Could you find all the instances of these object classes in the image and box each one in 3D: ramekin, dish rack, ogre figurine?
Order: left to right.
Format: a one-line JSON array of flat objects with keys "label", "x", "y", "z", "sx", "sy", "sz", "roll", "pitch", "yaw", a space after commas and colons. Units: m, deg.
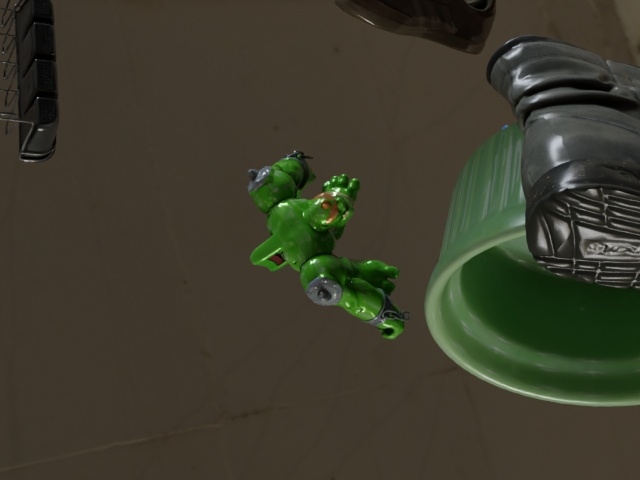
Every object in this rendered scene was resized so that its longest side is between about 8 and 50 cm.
[{"label": "dish rack", "x": -0.417, "y": -0.205, "z": 1.243, "sx": 0.271, "sy": 0.074, "sz": 0.208, "roll": 6, "pitch": -119, "yaw": -29}, {"label": "ogre figurine", "x": 0.000, "y": 0.000, "z": 1.016, "sx": 0.118, "sy": 0.096, "sz": 0.197, "roll": 7, "pitch": -113, "yaw": -59}, {"label": "ramekin", "x": 0.252, "y": 0.016, "z": 1.041, "sx": 0.303, "sy": 0.303, "sz": 0.148, "roll": 30, "pitch": -130, "yaw": -26}]

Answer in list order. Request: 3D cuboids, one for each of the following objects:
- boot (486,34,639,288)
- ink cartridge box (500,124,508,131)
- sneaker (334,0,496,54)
[{"label": "boot", "x": 0.213, "y": -0.036, "z": 0.628, "sx": 0.246, "sy": 0.083, "sz": 0.161, "roll": 18, "pitch": -139, "yaw": -14}, {"label": "ink cartridge box", "x": 0.269, "y": -0.085, "z": 1.427, "sx": 0.088, "sy": 0.052, "sz": 0.122, "roll": 34, "pitch": -169, "yaw": -26}, {"label": "sneaker", "x": 0.100, "y": -0.247, "z": 1.167, "sx": 0.188, "sy": 0.071, "sz": 0.066, "roll": 8, "pitch": -158, "yaw": -34}]
